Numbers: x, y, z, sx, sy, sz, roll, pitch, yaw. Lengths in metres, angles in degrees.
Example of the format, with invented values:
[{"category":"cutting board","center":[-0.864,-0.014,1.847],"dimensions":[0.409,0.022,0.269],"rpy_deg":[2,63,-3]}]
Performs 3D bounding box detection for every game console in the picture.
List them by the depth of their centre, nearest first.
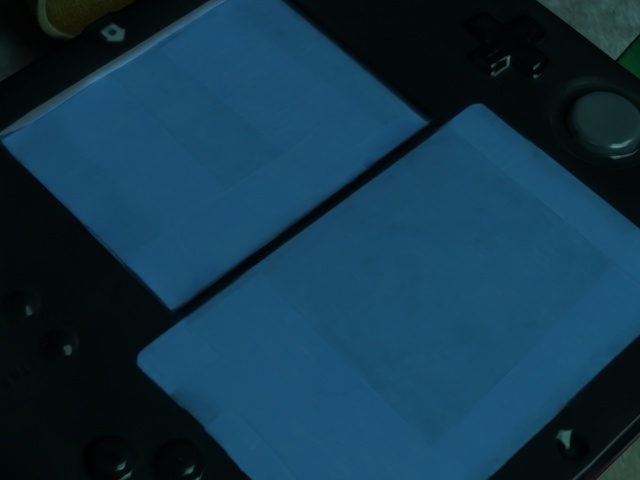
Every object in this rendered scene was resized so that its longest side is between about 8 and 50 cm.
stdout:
[{"category":"game console","center":[0.000,0.000,0.686],"dimensions":[0.386,0.060,0.342],"rpy_deg":[-37,72,-27]}]

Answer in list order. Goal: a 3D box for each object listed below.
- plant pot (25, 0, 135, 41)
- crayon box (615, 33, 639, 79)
[{"category":"plant pot","center":[-0.121,-0.275,0.752],"dimensions":[0.237,0.237,0.254],"rpy_deg":[-31,81,-44]},{"category":"crayon box","center":[0.187,-0.034,0.883],"dimensions":[0.081,0.278,0.165],"rpy_deg":[49,44,12]}]
